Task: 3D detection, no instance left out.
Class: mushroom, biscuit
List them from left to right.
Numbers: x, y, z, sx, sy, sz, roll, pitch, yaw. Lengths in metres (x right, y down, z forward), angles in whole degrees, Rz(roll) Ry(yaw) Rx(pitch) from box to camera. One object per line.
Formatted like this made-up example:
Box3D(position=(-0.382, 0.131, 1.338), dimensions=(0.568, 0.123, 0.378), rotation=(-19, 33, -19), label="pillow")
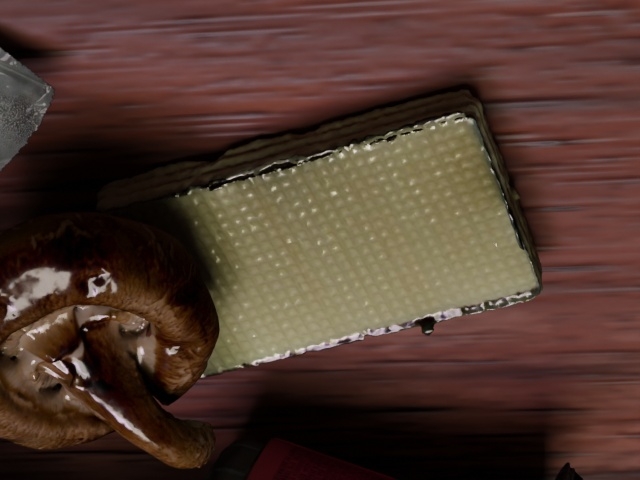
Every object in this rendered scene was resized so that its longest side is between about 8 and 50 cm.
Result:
Box3D(position=(-0.108, 0.052, 0.897), dimensions=(0.135, 0.080, 0.170), rotation=(-32, 123, 16), label="mushroom")
Box3D(position=(0.000, 0.000, 0.920), dimensions=(0.199, 0.041, 0.121), rotation=(-14, 124, 17), label="biscuit")

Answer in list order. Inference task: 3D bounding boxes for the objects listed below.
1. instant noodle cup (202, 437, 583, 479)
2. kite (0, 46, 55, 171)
Box3D(position=(-0.003, 0.217, 0.992), dimensions=(0.181, 0.258, 0.302), rotation=(24, 100, 5), label="instant noodle cup")
Box3D(position=(-0.227, -0.003, 0.842), dimensions=(0.141, 0.245, 0.015), rotation=(23, 168, 2), label="kite")
